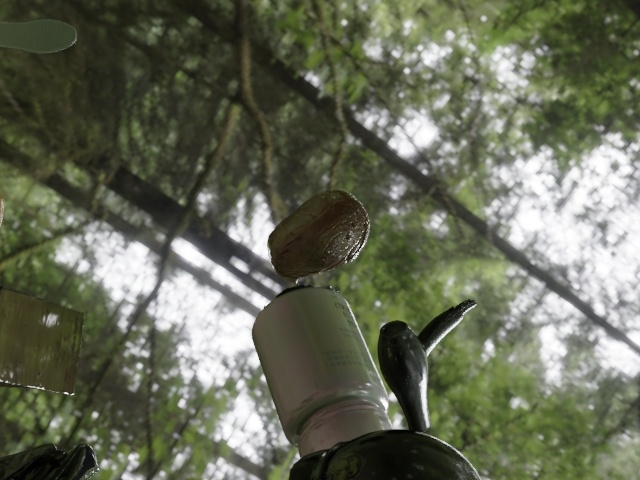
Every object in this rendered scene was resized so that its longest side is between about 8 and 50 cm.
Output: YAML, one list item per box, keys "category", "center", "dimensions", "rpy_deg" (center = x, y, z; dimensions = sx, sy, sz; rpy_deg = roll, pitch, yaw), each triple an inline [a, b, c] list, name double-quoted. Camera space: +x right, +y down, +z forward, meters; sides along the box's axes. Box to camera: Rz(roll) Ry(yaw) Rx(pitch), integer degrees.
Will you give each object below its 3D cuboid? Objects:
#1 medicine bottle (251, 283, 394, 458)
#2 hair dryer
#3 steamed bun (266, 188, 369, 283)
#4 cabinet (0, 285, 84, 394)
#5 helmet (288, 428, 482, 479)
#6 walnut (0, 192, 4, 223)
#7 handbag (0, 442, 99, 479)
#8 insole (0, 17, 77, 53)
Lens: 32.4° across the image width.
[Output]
- category: "medicine bottle"
  center: [0.009, 0.285, 2.143]
  dimensions: [0.213, 0.214, 0.378]
  rpy_deg: [-46, -136, 24]
- category: "hair dryer"
  center: [0.180, 0.166, 1.695]
  dimensions: [0.075, 0.195, 0.219]
  rpy_deg: [16, -135, 42]
- category: "steamed bun"
  center: [0.000, 0.000, 1.742]
  dimensions: [0.175, 0.106, 0.145]
  rpy_deg: [-35, -163, -3]
- category: "cabinet"
  center: [-0.513, 0.157, 1.743]
  dimensions: [0.175, 0.215, 0.148]
  rpy_deg: [-1, -105, 25]
- category: "helmet"
  center: [0.111, 0.336, 1.416]
  dimensions: [0.160, 0.279, 0.230]
  rpy_deg: [-47, -155, 35]
- category: "walnut"
  center: [-0.546, -0.053, 1.632]
  dimensions: [0.180, 0.144, 0.144]
  rpy_deg: [16, -108, 45]
- category: "handbag"
  center: [-0.501, 0.417, 1.731]
  dimensions: [0.244, 0.088, 0.275]
  rpy_deg: [-18, -170, 24]
- category: "insole"
  center: [-0.434, -0.302, 1.612]
  dimensions: [0.002, 0.153, 0.053]
  rpy_deg: [-147, -119, -64]
